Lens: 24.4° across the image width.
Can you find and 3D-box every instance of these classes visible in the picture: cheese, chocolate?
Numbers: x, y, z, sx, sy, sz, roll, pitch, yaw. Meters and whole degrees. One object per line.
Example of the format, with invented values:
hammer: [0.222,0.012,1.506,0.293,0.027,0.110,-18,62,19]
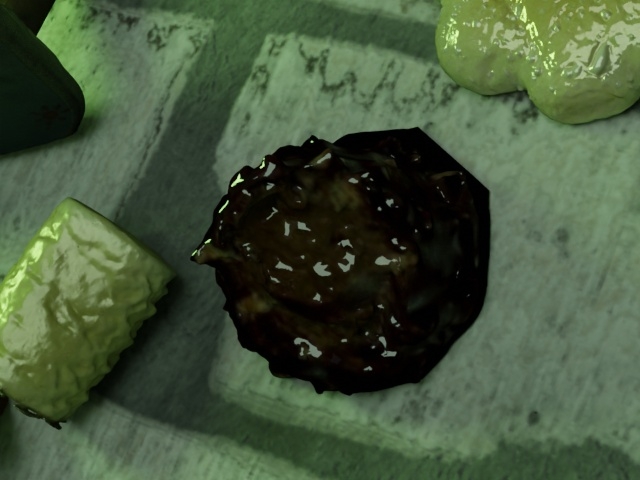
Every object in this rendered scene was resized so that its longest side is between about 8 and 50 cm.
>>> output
cheese: [-0.213,0.058,1.241,0.123,0.094,0.167,37,90,23]
chocolate: [0.000,0.000,1.108,0.224,0.177,0.206,-48,58,6]

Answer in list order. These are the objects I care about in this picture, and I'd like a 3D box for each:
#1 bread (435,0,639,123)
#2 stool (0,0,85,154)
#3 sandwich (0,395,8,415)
bread: [0.215,-0.239,1.157,0.316,0.054,0.316,-9,70,25]
stool: [-0.390,-0.222,1.324,0.310,0.310,0.226,-11,58,23]
sandwich: [-0.338,0.107,1.297,0.090,0.088,0.244,-28,58,6]
